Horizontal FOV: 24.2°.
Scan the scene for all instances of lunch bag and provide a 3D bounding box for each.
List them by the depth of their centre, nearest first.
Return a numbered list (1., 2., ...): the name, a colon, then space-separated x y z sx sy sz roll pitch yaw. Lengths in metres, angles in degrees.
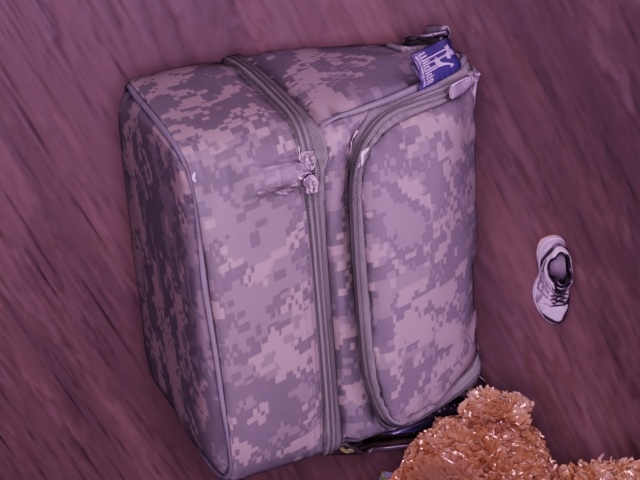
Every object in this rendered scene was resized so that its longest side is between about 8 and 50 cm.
1. lunch bag: 0.000 0.000 1.142 0.256 0.212 0.305 -14 116 -20

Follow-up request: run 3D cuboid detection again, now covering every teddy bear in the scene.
1. teddy bear: 0.211 0.263 1.228 0.338 0.113 0.245 24 117 8

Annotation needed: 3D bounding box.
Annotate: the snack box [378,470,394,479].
1. snack box: 0.111 0.270 1.354 0.141 0.037 0.100 11 109 -13

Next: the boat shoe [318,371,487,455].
1. boat shoe: 0.032 0.144 1.272 0.228 0.068 0.081 -10 114 -4

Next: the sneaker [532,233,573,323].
1. sneaker: 0.199 0.038 1.270 0.032 0.037 0.083 -11 115 -5

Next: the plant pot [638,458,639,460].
1. plant pot: 0.281 0.296 1.331 0.165 0.167 0.167 -40 113 18
